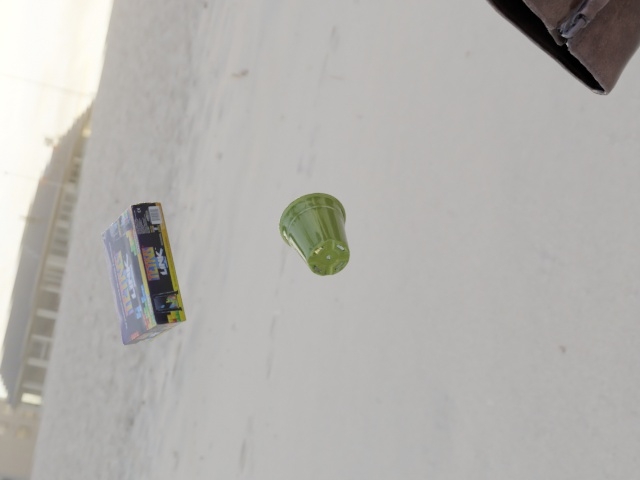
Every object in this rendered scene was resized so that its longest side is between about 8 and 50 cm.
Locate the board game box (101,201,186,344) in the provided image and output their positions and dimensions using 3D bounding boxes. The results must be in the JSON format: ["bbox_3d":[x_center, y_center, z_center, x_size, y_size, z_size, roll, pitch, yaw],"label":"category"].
[{"bbox_3d":[-0.250,0.048,1.433,0.141,0.048,0.170,-31,69,55],"label":"board game box"}]

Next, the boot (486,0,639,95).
[{"bbox_3d":[0.211,-0.175,0.613,0.207,0.248,0.090,-61,29,-4],"label":"boot"}]

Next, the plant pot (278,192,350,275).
[{"bbox_3d":[0.000,0.000,1.205,0.079,0.083,0.083,-113,35,-51],"label":"plant pot"}]
